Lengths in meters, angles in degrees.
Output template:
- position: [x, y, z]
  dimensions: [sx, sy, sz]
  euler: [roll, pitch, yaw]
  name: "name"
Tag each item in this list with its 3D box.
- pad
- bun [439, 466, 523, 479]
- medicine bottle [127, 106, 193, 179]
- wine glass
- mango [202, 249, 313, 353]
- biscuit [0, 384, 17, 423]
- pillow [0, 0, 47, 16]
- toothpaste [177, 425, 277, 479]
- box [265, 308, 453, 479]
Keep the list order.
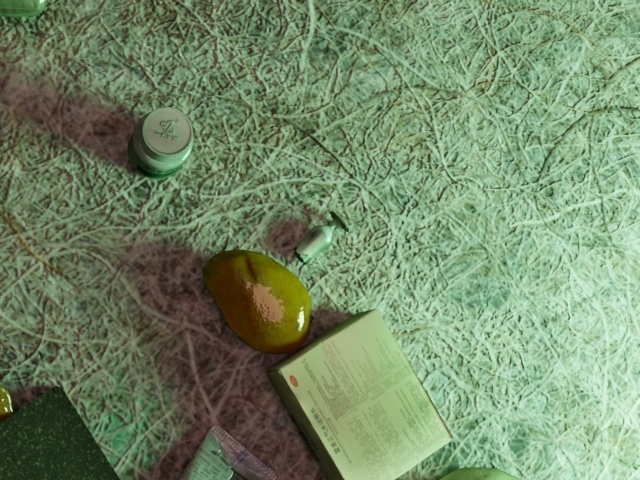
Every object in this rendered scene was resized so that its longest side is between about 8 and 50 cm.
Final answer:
- position: [-0.338, 0.316, 1.240]
  dimensions: [0.004, 0.330, 0.220]
  euler: [-31, 91, 22]
  name: "pad"
- position: [0.240, 0.424, 1.451]
  dimensions: [0.231, 0.133, 0.231]
  euler: [3, 80, -16]
  name: "bun"
- position: [-0.210, -0.129, 1.396]
  dimensions: [0.080, 0.130, 0.080]
  euler: [2, 83, -15]
  name: "medicine bottle"
- position: [0.000, 0.000, 1.488]
  dimensions: [0.083, 0.042, 0.039]
  euler: [-45, 58, -13]
  name: "wine glass"
- position: [-0.079, 0.078, 1.432]
  dimensions: [0.115, 0.089, 0.165]
  euler: [-32, 89, -7]
  name: "mango"
- position: [-0.504, 0.195, 1.226]
  dimensions: [0.295, 0.044, 0.186]
  euler: [42, 66, -30]
  name: "biscuit"
- position: [-0.480, -0.449, 1.369]
  dimensions: [0.256, 0.120, 0.322]
  euler: [-2, 86, -14]
  name: "pillow"
- position: [-0.186, 0.390, 1.375]
  dimensions: [0.114, 0.073, 0.299]
  euler: [41, 67, -6]
  name: "toothpaste"
- position: [0.050, 0.225, 1.442]
  dimensions: [0.168, 0.095, 0.212]
  euler: [-30, 91, -18]
  name: "box"
